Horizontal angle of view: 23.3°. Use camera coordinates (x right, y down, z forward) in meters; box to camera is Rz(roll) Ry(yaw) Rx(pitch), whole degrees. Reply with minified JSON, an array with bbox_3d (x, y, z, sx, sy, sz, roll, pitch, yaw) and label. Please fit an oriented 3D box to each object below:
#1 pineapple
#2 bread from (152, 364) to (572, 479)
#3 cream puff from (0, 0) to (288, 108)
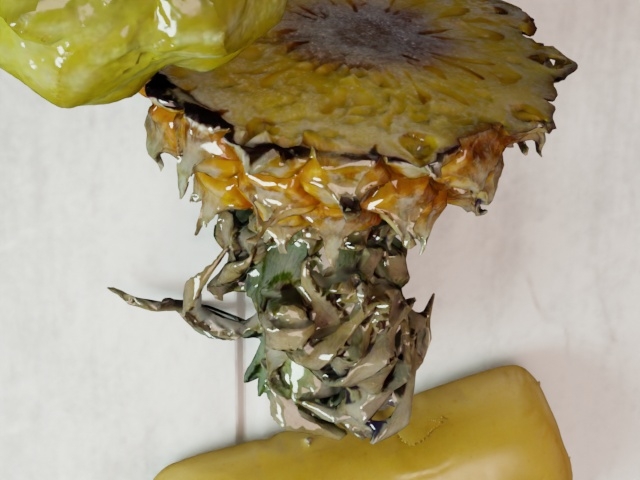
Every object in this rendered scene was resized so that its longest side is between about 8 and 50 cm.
[{"bbox_3d":[0.000,0.000,0.932,0.263,0.262,0.271,-4,127,-15],"label":"pineapple"},{"bbox_3d":[0.032,0.185,1.080,0.305,0.091,0.142,-17,122,-8],"label":"bread"},{"bbox_3d":[-0.104,-0.208,0.756,0.282,0.185,0.281,2,70,-5],"label":"cream puff"}]
